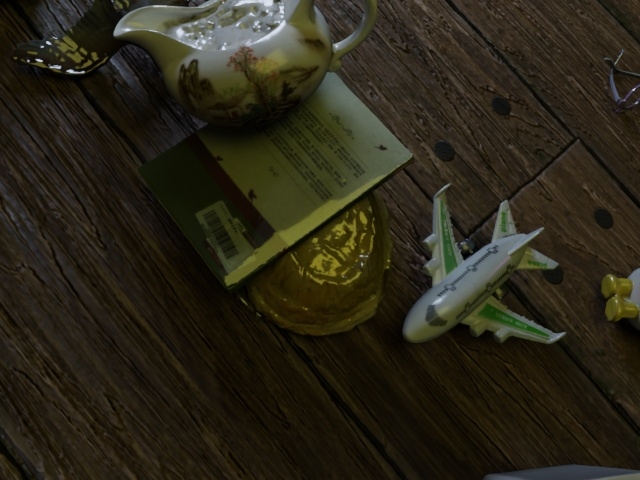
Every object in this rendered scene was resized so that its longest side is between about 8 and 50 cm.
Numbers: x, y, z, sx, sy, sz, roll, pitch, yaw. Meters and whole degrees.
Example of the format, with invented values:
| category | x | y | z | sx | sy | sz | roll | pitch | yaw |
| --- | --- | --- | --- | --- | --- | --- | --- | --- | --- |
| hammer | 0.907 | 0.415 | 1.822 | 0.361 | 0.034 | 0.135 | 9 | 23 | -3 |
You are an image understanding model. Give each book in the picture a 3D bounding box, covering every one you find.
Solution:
| category | x | y | z | sx | sy | sz | roll | pitch | yaw |
| --- | --- | --- | --- | --- | --- | --- | --- | --- | --- |
| book | -0.052 | -0.094 | 0.674 | 0.289 | 0.026 | 0.201 | -35 | 73 | -15 |

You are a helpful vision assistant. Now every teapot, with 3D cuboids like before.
| category | x | y | z | sx | sy | sz | roll | pitch | yaw |
| --- | --- | --- | --- | --- | --- | --- | --- | --- | --- |
| teapot | -0.080 | -0.232 | 0.645 | 0.298 | 0.139 | 0.204 | -13 | 49 | 4 |

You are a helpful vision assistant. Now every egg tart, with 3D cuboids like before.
| category | x | y | z | sx | sy | sz | roll | pitch | yaw |
| --- | --- | --- | --- | --- | --- | --- | --- | --- | --- |
| egg tart | 0.000 | 0.000 | 0.700 | 0.232 | 0.098 | 0.252 | 41 | 69 | 5 |

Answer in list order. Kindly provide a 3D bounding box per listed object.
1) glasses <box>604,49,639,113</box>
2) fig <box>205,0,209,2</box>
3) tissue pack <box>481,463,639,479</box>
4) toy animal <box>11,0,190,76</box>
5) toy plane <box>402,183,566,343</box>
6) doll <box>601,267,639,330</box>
| category | x | y | z | sx | sy | sz | roll | pitch | yaw |
| --- | --- | --- | --- | --- | --- | --- | --- | --- | --- |
| glasses | 0.566 | -0.297 | 1.007 | 0.140 | 0.062 | 0.103 | -21 | 56 | -22 |
| fig | -0.120 | -0.366 | 0.780 | 0.133 | 0.126 | 0.185 | -41 | 90 | -11 |
| tissue pack | 0.305 | 0.393 | 0.618 | 0.160 | 0.136 | 0.246 | 2 | 70 | -16 |
| toy animal | -0.249 | -0.276 | 0.707 | 0.272 | 0.160 | 0.197 | -41 | 87 | -18 |
| toy plane | 0.200 | 0.059 | 0.730 | 0.255 | 0.101 | 0.251 | -35 | 83 | -20 |
| doll | 0.545 | 0.101 | 0.816 | 0.241 | 0.098 | 0.135 | 13 | 28 | -13 |
